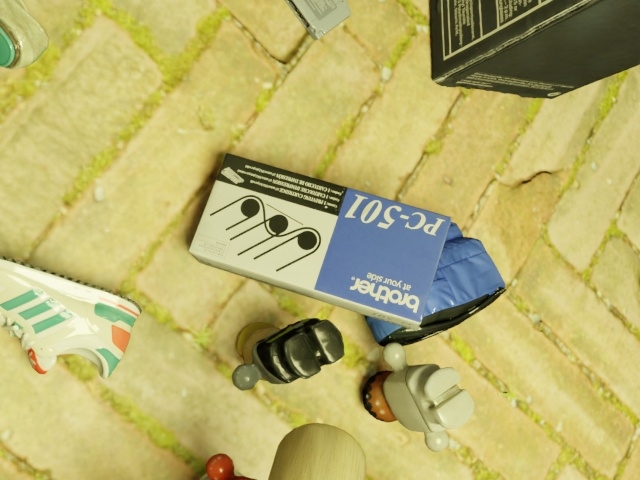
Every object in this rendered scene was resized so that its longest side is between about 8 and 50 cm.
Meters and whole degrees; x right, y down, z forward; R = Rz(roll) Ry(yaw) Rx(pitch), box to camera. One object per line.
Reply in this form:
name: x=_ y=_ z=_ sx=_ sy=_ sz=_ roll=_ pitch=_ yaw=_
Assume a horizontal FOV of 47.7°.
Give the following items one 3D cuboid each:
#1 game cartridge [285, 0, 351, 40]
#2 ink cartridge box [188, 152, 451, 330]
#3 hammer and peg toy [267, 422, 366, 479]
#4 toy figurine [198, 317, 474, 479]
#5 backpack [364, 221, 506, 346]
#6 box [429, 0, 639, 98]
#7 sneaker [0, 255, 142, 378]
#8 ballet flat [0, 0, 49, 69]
game cartridge: x=-0.009 y=-0.247 z=0.720 sx=0.056 sy=0.017 sz=0.083 roll=-41 pitch=101 yaw=-19
ink cartridge box: x=0.000 y=0.000 z=0.631 sx=0.207 sy=0.046 sz=0.097 roll=17 pitch=77 yaw=8
hammer and peg toy: x=-0.035 y=0.311 z=0.465 sx=0.265 sy=0.127 sz=0.361 roll=35 pitch=114 yaw=-1
toy figurine: x=0.008 y=0.179 z=0.619 sx=0.212 sy=0.148 sz=0.210 roll=19 pitch=71 yaw=-19
backpack: x=0.093 y=0.045 z=0.694 sx=0.120 sy=0.098 sz=0.101 roll=-23 pitch=70 yaw=-19
box: x=0.255 y=-0.321 z=0.693 sx=0.182 sy=0.294 sz=0.297 roll=1 pitch=85 yaw=-24
sneaker: x=-0.226 y=0.063 z=0.568 sx=0.161 sy=0.057 sz=0.075 roll=21 pitch=71 yaw=-24
ballet flat: x=-0.288 y=-0.210 z=0.581 sx=0.168 sy=0.057 sz=0.052 roll=52 pitch=40 yaw=-15
